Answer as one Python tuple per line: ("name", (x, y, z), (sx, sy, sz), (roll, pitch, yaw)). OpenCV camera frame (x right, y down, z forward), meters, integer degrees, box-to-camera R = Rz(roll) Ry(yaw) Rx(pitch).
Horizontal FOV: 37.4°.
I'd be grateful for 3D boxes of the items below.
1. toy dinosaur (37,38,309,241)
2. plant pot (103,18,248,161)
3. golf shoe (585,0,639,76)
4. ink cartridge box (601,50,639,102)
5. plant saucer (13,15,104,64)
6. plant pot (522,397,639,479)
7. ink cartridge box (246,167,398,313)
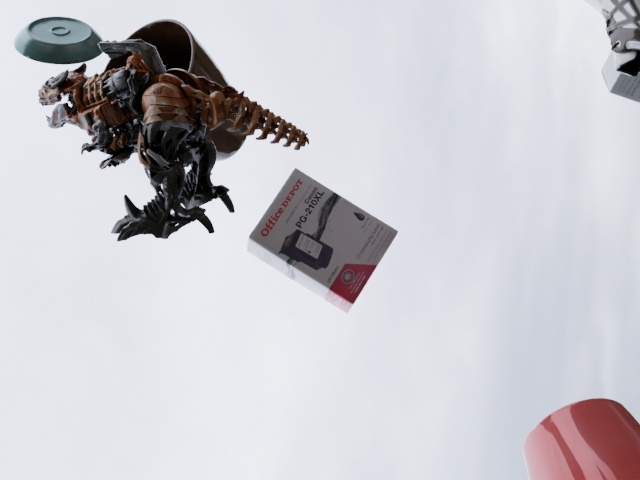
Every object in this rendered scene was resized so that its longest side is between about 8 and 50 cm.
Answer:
("toy dinosaur", (-0.183, -0.124, 1.110), (0.164, 0.321, 0.219), (-25, -58, -46))
("plant pot", (-0.235, -0.237, 1.673), (0.230, 0.215, 0.216), (34, -117, -49))
("golf shoe", (0.353, -0.246, 1.089), (0.094, 0.198, 0.077), (-48, -42, 7))
("ink cartridge box", (0.491, -0.240, 1.273), (0.072, 0.175, 0.127), (-83, 12, -53))
("plant saucer", (-0.349, -0.272, 1.265), (0.119, 0.119, 0.021), (-51, -23, -50))
("plant pot", (0.465, 0.410, 1.540), (0.243, 0.274, 0.275), (-108, -3, -46))
("ink cartridge box", (0.000, 0.000, 1.812), (0.172, 0.237, 0.100), (-57, -4, -16))
